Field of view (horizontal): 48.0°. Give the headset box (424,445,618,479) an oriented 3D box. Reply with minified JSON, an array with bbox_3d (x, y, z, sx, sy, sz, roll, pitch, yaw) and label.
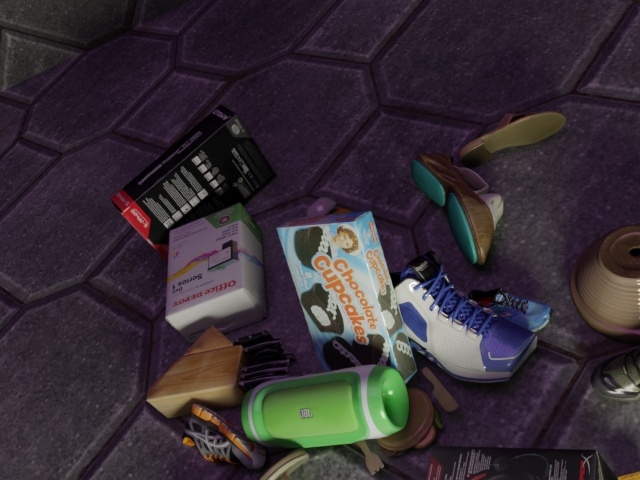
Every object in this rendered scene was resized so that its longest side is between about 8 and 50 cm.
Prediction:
[{"bbox_3d":[0.266,0.423,1.047,0.293,0.110,0.218,-11,46,35],"label":"headset box"}]

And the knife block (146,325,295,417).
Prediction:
[{"bbox_3d":[-0.187,0.295,1.463,0.275,0.088,0.242,-45,44,-13],"label":"knife block"}]

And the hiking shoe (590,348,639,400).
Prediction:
[{"bbox_3d":[0.534,0.180,1.127,0.227,0.114,0.086,-20,44,14],"label":"hiking shoe"}]

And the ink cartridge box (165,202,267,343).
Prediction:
[{"bbox_3d":[-0.243,0.074,1.671,0.201,0.117,0.278,-21,45,13],"label":"ink cartridge box"}]

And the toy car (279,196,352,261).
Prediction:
[{"bbox_3d":[0.000,0.000,1.596,0.182,0.159,0.136,-39,9,-6],"label":"toy car"}]

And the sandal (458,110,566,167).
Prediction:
[{"bbox_3d":[0.415,-0.250,1.599,0.240,0.088,0.079,-24,50,16],"label":"sandal"}]

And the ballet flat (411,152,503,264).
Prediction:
[{"bbox_3d":[0.307,-0.084,1.517,0.124,0.116,0.342,-15,39,-9],"label":"ballet flat"}]

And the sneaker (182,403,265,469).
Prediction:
[{"bbox_3d":[-0.188,0.396,1.390,0.215,0.084,0.083,19,77,44],"label":"sneaker"}]

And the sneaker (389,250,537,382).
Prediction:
[{"bbox_3d":[0.217,0.126,1.292,0.316,0.182,0.127,15,42,38],"label":"sneaker"}]

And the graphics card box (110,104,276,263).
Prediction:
[{"bbox_3d":[-0.313,-0.136,1.817,0.371,0.233,0.094,-43,44,-9],"label":"graphics card box"}]

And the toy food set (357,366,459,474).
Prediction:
[{"bbox_3d":[0.152,0.325,1.283,0.192,0.038,0.132,-38,36,2],"label":"toy food set"}]

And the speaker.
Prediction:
[{"bbox_3d":[0.004,0.302,1.297,0.297,0.131,0.131,-15,46,30],"label":"speaker"}]

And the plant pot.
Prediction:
[{"bbox_3d":[0.548,0.050,1.240,0.237,0.109,0.237,-17,45,18],"label":"plant pot"}]

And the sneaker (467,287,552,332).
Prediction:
[{"bbox_3d":[0.342,0.124,1.318,0.162,0.073,0.063,4,54,33],"label":"sneaker"}]

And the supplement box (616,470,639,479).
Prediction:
[{"bbox_3d":[0.467,0.382,1.038,0.055,0.043,0.083,-20,45,13],"label":"supplement box"}]

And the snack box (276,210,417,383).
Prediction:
[{"bbox_3d":[0.048,0.109,1.317,0.187,0.321,0.060,-5,20,40],"label":"snack box"}]

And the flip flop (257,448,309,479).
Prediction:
[{"bbox_3d":[-0.104,0.484,1.247,0.080,0.112,0.277,33,65,13],"label":"flip flop"}]
